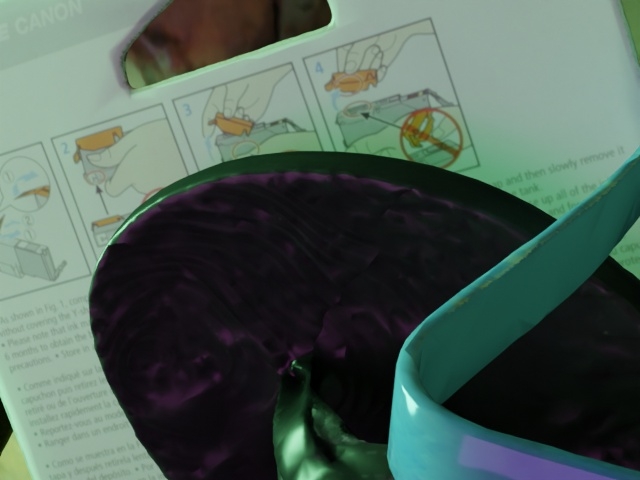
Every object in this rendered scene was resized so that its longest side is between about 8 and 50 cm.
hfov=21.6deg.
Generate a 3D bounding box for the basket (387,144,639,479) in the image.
[{"bbox_3d":[0.189,0.033,0.386,0.289,0.255,0.201,20,122,24],"label":"basket"}]

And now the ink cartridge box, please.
[{"bbox_3d":[0.000,0.000,0.606,0.275,0.060,0.239,-15,99,21],"label":"ink cartridge box"}]

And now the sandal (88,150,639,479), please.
[{"bbox_3d":[0.102,0.141,0.526,0.446,0.107,0.167,43,114,-1],"label":"sandal"}]

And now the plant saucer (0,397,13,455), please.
[{"bbox_3d":[-0.162,0.042,0.769,0.045,0.188,0.188,18,124,0],"label":"plant saucer"}]
